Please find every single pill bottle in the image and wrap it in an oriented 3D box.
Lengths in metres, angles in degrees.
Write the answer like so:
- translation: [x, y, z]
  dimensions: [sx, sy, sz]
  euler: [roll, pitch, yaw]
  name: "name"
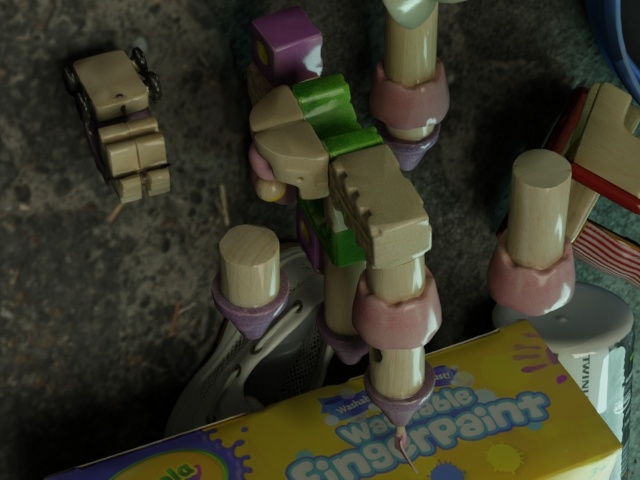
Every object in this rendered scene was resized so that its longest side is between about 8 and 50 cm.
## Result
- translation: [0.220, 0.170, 1.829]
  dimensions: [0.130, 0.130, 0.245]
  euler: [-17, 121, -24]
  name: "pill bottle"

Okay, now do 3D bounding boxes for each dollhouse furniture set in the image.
- translation: [0.264, -0.013, 1.589]
  dimensions: [0.201, 0.374, 0.152]
  euler: [28, 95, 1]
  name: "dollhouse furniture set"

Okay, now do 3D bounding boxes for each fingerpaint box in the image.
- translation: [-0.005, 0.297, 1.667]
  dimensions: [0.445, 0.163, 0.371]
  euler: [-16, 141, -25]
  name: "fingerpaint box"

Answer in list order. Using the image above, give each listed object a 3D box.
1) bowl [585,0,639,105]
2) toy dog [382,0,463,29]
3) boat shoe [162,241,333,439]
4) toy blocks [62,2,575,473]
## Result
- translation: [0.397, -0.270, 1.744]
  dimensions: [0.391, 0.077, 0.391]
  euler: [-14, 120, -25]
  name: "bowl"
- translation: [0.183, -0.343, 1.307]
  dimensions: [0.408, 0.395, 0.284]
  euler: [-21, 93, 10]
  name: "toy dog"
- translation: [-0.054, 0.141, 1.667]
  dimensions: [0.098, 0.096, 0.277]
  euler: [12, 107, -36]
  name: "boat shoe"
- translation: [0.000, 0.000, 1.515]
  dimensions: [0.309, 0.288, 0.260]
  euler: [-17, 138, -15]
  name: "toy blocks"
